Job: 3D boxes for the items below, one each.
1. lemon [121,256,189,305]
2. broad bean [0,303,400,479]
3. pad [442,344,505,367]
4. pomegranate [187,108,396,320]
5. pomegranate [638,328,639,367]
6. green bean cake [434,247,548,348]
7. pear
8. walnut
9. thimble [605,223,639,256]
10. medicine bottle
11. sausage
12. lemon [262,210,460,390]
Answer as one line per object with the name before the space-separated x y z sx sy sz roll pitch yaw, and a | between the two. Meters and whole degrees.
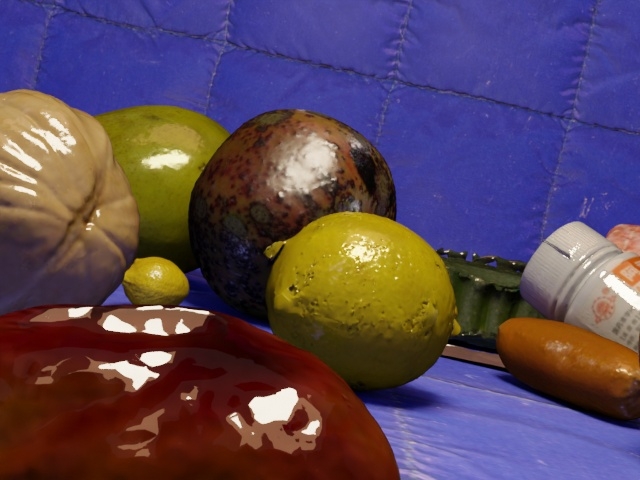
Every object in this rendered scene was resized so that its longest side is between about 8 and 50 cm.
lemon | -0.190 0.050 1.299 0.092 0.065 0.065 16 0 -34
broad bean | -0.079 0.095 0.466 0.229 0.122 0.156 7 27 12
pad | 0.172 0.148 1.518 0.188 0.006 0.113 11 4 7
pomegranate | 0.000 0.000 1.422 0.341 0.285 0.285 40 16 27
pomegranate | 0.463 0.081 1.022 0.338 0.338 0.338 12 3 -1
green bean cake | 0.236 0.088 1.715 0.241 0.132 0.255 11 5 -14
pear | -0.245 -0.070 1.602 0.307 0.252 0.253 -3 10 -25
walnut | -0.277 -0.023 0.989 0.261 0.224 0.225 9 0 42
thimble | 0.455 0.094 1.568 0.162 0.239 0.239 11 2 26
medicine bottle | 0.374 0.094 1.391 0.252 0.144 0.144 37 17 34
sausage | 0.292 0.143 1.317 0.098 0.098 0.238 10 6 -33
lemon | 0.042 0.060 1.099 0.206 0.173 0.173 11 4 -17
